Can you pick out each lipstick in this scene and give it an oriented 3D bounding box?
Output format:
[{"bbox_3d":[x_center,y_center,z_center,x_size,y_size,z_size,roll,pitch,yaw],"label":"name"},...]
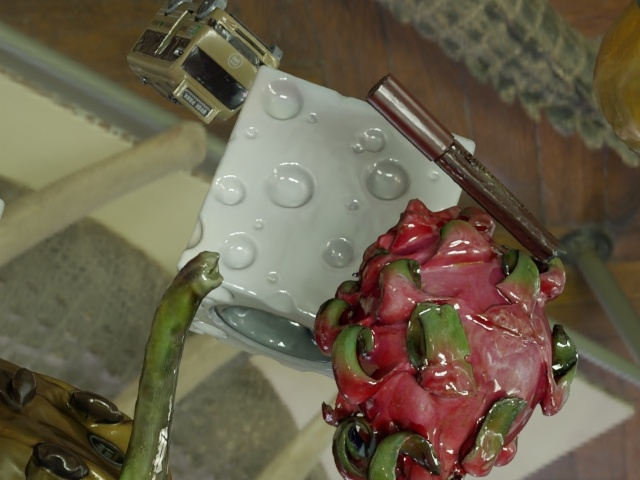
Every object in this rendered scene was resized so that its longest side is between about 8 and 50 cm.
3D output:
[{"bbox_3d":[0.102,-0.047,0.862,0.176,0.027,0.027,43,129,-9],"label":"lipstick"}]

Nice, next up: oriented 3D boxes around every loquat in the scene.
[{"bbox_3d":[0.430,-0.201,1.443,0.193,0.238,0.238,35,131,-14],"label":"loquat"}]

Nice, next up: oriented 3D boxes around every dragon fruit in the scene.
[{"bbox_3d":[0.081,0.103,0.971,0.198,0.273,0.218,28,149,26],"label":"dragon fruit"}]

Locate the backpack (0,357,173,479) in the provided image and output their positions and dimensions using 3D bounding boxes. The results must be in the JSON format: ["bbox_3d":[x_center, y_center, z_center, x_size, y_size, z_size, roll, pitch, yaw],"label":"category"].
[{"bbox_3d":[-0.329,0.240,1.317,0.378,0.353,0.201,29,95,-5],"label":"backpack"}]

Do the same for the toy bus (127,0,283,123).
[{"bbox_3d":[-0.180,-0.269,1.845,0.139,0.289,0.157,40,85,-27],"label":"toy bus"}]

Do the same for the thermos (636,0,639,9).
[{"bbox_3d":[0.248,-0.040,0.486,0.145,0.286,0.182,-42,161,-3],"label":"thermos"}]

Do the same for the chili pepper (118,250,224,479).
[{"bbox_3d":[-0.081,0.188,0.527,0.134,0.338,0.131,-6,163,7],"label":"chili pepper"}]

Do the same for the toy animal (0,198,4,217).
[{"bbox_3d":[-0.385,-0.019,1.051,0.178,0.127,0.193,-32,107,11],"label":"toy animal"}]

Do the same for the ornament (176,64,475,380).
[{"bbox_3d":[0.000,0.000,1.326,0.239,0.240,0.239,20,162,1],"label":"ornament"}]
